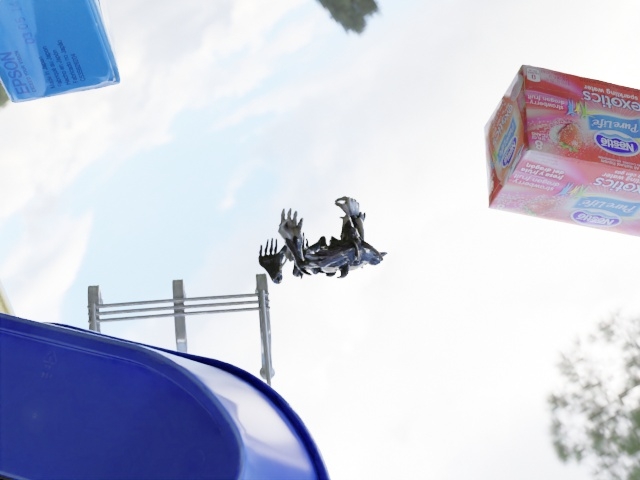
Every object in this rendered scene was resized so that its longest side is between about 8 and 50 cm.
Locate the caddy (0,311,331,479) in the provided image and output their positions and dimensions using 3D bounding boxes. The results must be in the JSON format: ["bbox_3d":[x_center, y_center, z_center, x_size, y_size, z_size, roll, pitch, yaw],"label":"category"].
[{"bbox_3d":[-0.160,0.175,0.629,0.341,0.179,0.241,11,-101,17],"label":"caddy"}]

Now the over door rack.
[{"bbox_3d":[-0.170,0.210,1.246,0.239,0.108,0.324,-4,-109,-6],"label":"over door rack"}]

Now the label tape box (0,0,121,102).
[{"bbox_3d":[-0.267,-0.326,0.876,0.105,0.241,0.334,-12,-125,-3],"label":"label tape box"}]

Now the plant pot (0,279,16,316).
[{"bbox_3d":[-0.516,0.093,1.296,0.254,0.254,0.239,-40,-113,-8],"label":"plant pot"}]

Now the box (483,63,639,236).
[{"bbox_3d":[0.388,-0.111,1.351,0.142,0.299,0.154,115,-18,-55],"label":"box"}]

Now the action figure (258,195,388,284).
[{"bbox_3d":[0.000,0.000,1.686,0.164,0.141,0.275,-7,177,-34],"label":"action figure"}]
